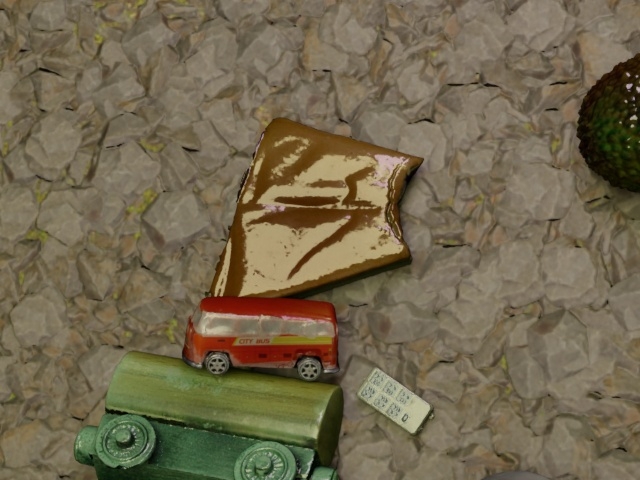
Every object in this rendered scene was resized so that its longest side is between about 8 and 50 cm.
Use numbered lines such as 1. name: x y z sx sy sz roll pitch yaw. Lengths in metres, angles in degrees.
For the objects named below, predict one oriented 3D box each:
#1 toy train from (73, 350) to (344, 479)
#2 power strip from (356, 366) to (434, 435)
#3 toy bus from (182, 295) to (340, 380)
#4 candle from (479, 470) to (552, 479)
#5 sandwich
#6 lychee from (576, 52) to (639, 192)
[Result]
1. toy train: -0.115 0.222 1.987 0.307 0.126 0.189 8 48 16
2. power strip: 0.082 0.178 1.983 0.090 0.016 0.040 34 87 19
3. toy bus: -0.064 0.103 1.973 0.174 0.079 0.077 4 110 -4
4. candle: 0.165 0.355 1.793 0.221 0.342 0.221 11 107 39
5. sandwich: 0.000 0.000 2.021 0.212 0.063 0.245 17 84 16
6. lychee: 0.353 -0.121 1.917 0.171 0.171 0.171 -3 77 14
